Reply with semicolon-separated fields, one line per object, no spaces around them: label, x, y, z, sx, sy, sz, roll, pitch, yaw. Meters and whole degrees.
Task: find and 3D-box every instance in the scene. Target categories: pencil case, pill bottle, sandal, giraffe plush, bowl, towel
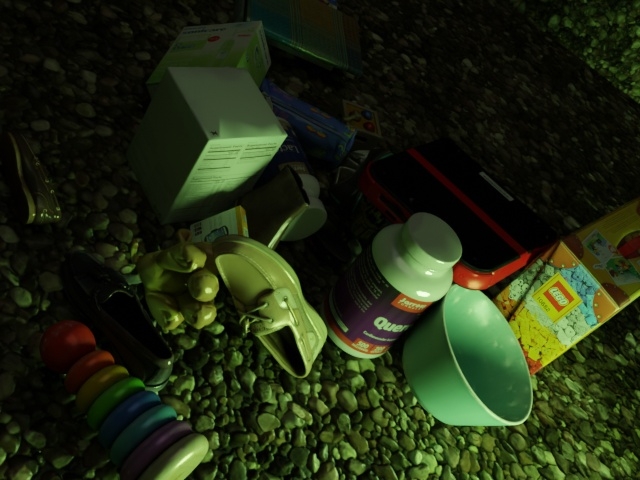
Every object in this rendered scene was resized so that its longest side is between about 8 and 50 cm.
pencil case;-0.056;-0.295;2.006;0.306;0.133;0.119;28;83;-12
pill bottle;-0.091;-0.138;1.821;0.153;0.153;0.264;-2;54;-38
sandal;0.000;0.000;1.855;0.179;0.040;0.067;39;32;23
giraffe plush;-0.255;0.060;1.540;0.210;0.181;0.170;13;21;24
pill bottle;0.145;0.091;1.649;0.181;0.323;0.181;20;44;-20
bowl;0.289;0.260;1.690;0.311;0.163;0.311;33;41;-33
towel;-0.048;-0.612;2.282;0.370;0.040;0.271;20;46;-24

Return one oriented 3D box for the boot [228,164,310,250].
boot;-0.107;-0.017;1.648;0.090;0.207;0.248;29;32;-46

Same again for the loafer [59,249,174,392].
loafer;-0.351;0.125;1.429;0.109;0.095;0.302;-21;67;-46

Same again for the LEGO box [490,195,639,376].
LEGO box;0.628;0.115;1.946;0.500;0.372;0.193;-20;67;-45

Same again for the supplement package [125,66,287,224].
supplement package;-0.243;-0.198;1.679;0.198;0.262;0.199;-10;60;-41

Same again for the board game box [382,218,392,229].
board game box;0.212;-0.070;2.071;0.136;0.035;0.201;21;43;-19

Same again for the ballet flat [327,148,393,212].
ballet flat;0.099;-0.175;2.045;0.096;0.095;0.280;31;40;6

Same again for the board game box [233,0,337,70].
board game box;-0.097;-0.675;2.381;0.319;0.066;0.318;18;45;-22

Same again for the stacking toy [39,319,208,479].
stacking toy;-0.336;0.258;1.300;0.330;0.141;0.141;44;40;14

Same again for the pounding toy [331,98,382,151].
pounding toy;0.089;-0.310;2.153;0.141;0.100;0.130;16;45;-25

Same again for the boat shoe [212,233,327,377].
boat shoe;-0.095;0.126;1.511;0.341;0.122;0.110;53;41;-34

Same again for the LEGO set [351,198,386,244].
LEGO set;0.255;-0.021;1.896;0.255;0.192;0.331;-27;78;-39

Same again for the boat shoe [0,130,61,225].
boat shoe;-0.551;-0.117;1.531;0.073;0.073;0.207;-6;64;-41

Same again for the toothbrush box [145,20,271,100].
toothbrush box;-0.254;-0.394;1.892;0.206;0.122;0.283;0;39;15

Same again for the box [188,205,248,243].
box;-0.214;-0.011;1.650;0.028;0.136;0.081;45;29;-52

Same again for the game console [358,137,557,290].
game console;0.306;-0.071;1.813;0.342;0.060;0.386;-22;59;-42
